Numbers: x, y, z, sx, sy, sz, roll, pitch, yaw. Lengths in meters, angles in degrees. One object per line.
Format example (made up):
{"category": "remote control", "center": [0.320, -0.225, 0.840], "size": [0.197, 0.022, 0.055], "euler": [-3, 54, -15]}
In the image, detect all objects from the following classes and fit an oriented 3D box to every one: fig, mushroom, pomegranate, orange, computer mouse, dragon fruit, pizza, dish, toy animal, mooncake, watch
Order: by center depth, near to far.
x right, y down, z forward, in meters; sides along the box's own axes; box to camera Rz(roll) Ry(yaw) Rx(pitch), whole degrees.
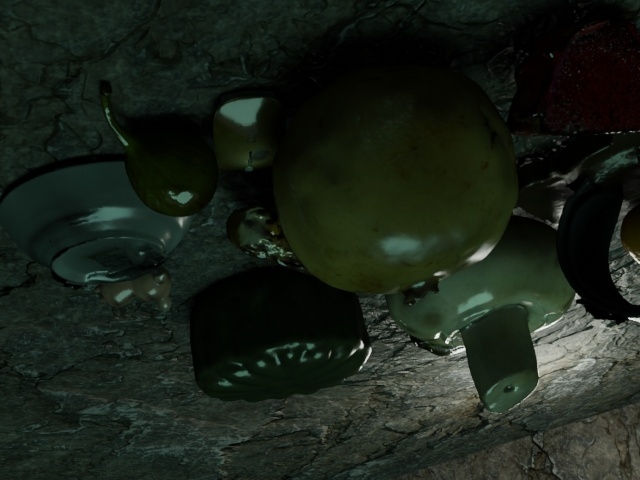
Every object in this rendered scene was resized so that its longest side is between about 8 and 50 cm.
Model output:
{"category": "fig", "center": [-0.232, -0.123, 1.353], "size": [0.124, 0.124, 0.236], "euler": [-22, 139, 22]}
{"category": "pomegranate", "center": [0.100, -0.072, 1.355], "size": [0.332, 0.333, 0.332], "euler": [-10, 156, -4]}
{"category": "dragon fruit", "center": [0.337, -0.202, 1.359], "size": [0.261, 0.163, 0.189], "euler": [-9, 162, -38]}
{"category": "computer mouse", "center": [-0.102, -0.143, 1.427], "size": [0.102, 0.045, 0.199], "euler": [-5, 154, -9]}
{"category": "dish", "center": [-0.331, -0.006, 1.545], "size": [0.316, 0.106, 0.316], "euler": [-10, 155, -5]}
{"category": "pizza", "center": [0.000, 0.000, 1.602], "size": [0.277, 0.114, 0.409], "euler": [15, -174, 33]}
{"category": "watch", "center": [0.517, -0.014, 1.645], "size": [0.335, 0.327, 0.314], "euler": [-27, 151, 31]}
{"category": "toy animal", "center": [-0.324, 0.081, 1.767], "size": [0.150, 0.089, 0.083], "euler": [-9, 161, 15]}
{"category": "mushroom", "center": [0.312, 0.092, 1.853], "size": [0.325, 0.353, 0.353], "euler": [-50, 147, 6]}
{"category": "orange", "center": [0.659, -0.012, 1.956], "size": [0.156, 0.134, 0.156], "euler": [-2, 164, 0]}
{"category": "mooncake", "center": [-0.082, 0.203, 2.010], "size": [0.356, 0.194, 0.356], "euler": [-9, 154, -5]}

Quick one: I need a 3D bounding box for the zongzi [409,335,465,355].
{"category": "zongzi", "center": [0.341, 0.180, 2.216], "size": [0.286, 0.134, 0.288], "euler": [-13, 155, 9]}
